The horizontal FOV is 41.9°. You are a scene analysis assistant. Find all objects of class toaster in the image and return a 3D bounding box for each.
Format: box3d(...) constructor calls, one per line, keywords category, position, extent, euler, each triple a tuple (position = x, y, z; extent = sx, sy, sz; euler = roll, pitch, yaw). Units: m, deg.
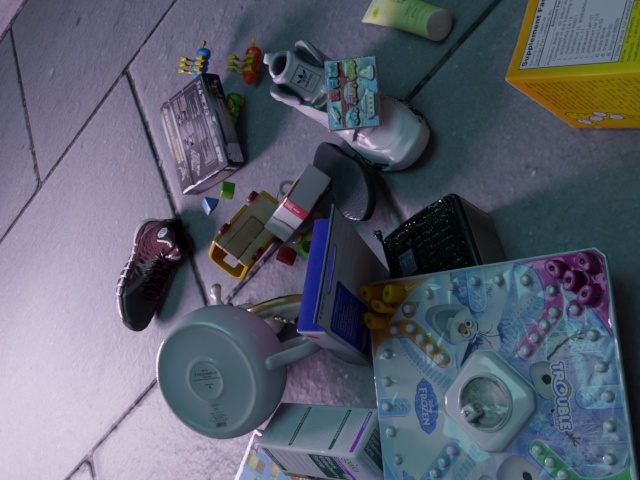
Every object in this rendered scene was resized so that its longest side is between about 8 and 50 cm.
box3d(category="toaster", position=(0.196, 0.030, 1.349), extent=(0.168, 0.110, 0.186), euler=(-36, 51, 30))

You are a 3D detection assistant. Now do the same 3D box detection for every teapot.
box3d(category="teapot", position=(-0.152, 0.220, 1.504), extent=(0.256, 0.187, 0.253), euler=(32, 113, 17))

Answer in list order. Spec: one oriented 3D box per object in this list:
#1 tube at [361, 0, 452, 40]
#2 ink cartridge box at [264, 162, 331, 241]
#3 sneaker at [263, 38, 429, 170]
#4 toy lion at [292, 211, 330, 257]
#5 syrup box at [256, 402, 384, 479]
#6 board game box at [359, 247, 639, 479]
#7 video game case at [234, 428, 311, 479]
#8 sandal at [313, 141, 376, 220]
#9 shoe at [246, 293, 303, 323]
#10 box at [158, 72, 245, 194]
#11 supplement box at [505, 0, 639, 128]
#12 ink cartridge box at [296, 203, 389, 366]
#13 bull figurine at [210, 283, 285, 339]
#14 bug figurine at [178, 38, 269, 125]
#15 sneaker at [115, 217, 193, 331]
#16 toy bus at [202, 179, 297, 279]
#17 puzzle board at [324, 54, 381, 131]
box3d(category="tube", position=(0.162, -0.445, 1.634), extent=(0.070, 0.062, 0.240), euler=(-27, 35, -16))
box3d(category="ink cartridge box", position=(-0.046, -0.072, 1.626), extent=(0.099, 0.056, 0.135), euler=(-59, 7, -34))
box3d(category="sneaker", position=(0.034, -0.257, 1.568), extent=(0.137, 0.210, 0.366), euler=(-58, 42, 11))
box3d(category="toy lion", position=(0.000, 0.000, 1.631), extent=(0.100, 0.034, 0.096), euler=(-44, 54, 25))
box3d(category="syrup box", position=(0.016, 0.340, 1.395), extent=(0.236, 0.093, 0.096), euler=(-6, 41, 45))
box3d(category="board game box", position=(0.231, 0.229, 1.180), extent=(0.390, 0.050, 0.390), euler=(-12, 79, 38))
box3d(category="video game case", position=(-0.109, 0.516, 1.522), extent=(0.204, 0.025, 0.285), euler=(21, 88, 49))
box3d(category="sandal", position=(0.056, -0.121, 1.600), extent=(0.097, 0.054, 0.254), euler=(-68, 29, 24))
box3d(category="shoe", position=(-0.031, 0.125, 1.534), extent=(0.219, 0.076, 0.058), euler=(-12, 88, 13))
box3d(category="box", position=(-0.279, -0.244, 1.944), extent=(0.183, 0.056, 0.231), euler=(-27, 75, 41))
box3d(category="supplement box", position=(0.465, -0.273, 1.123), extent=(0.356, 0.195, 0.194), euler=(10, 80, 51))
box3d(category="ink cartridge box", position=(0.034, 0.082, 1.317), extent=(0.069, 0.371, 0.176), euler=(5, 74, 17))
box3d(category="bull figurine", position=(-0.192, 0.207, 1.688), extent=(0.310, 0.101, 0.188), euler=(-53, 38, 11))
box3d(category="bug figurine", position=(-0.240, -0.377, 2.011), extent=(0.279, 0.072, 0.216), euler=(12, 89, 43))
box3d(category="sneaker", position=(-0.379, 0.068, 1.941), extent=(0.162, 0.106, 0.281), euler=(-12, 64, 40))
box3d(category="toy bus", position=(-0.141, -0.017, 1.721), extent=(0.104, 0.202, 0.191), euler=(123, 141, -59))
box3d(category="puzzle board", position=(0.057, -0.262, 1.489), extent=(0.096, 0.011, 0.128), euler=(-4, 91, 17))
